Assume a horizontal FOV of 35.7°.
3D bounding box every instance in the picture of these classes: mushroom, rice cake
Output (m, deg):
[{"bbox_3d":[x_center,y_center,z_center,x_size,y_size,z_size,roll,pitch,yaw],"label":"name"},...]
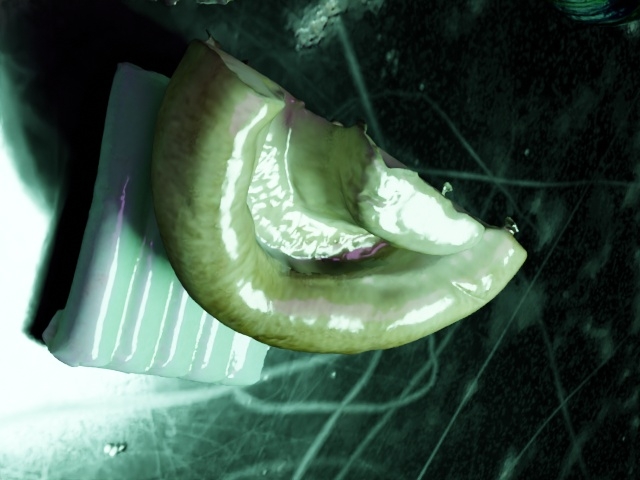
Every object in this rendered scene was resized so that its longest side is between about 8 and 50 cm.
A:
[{"bbox_3d":[0.000,0.000,0.626,0.286,0.156,0.151,28,96,-35],"label":"mushroom"},{"bbox_3d":[-0.086,0.000,0.665,0.189,0.037,0.198,16,94,-47],"label":"rice cake"}]

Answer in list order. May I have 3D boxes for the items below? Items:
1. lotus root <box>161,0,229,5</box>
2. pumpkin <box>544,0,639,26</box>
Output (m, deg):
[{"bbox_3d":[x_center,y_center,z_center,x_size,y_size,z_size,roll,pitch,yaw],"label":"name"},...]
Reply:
[{"bbox_3d":[-0.061,-0.294,0.517,0.078,0.167,0.329,-51,145,-62],"label":"lotus root"},{"bbox_3d":[0.243,-0.275,0.815,0.202,0.140,0.202,-16,114,-38],"label":"pumpkin"}]
